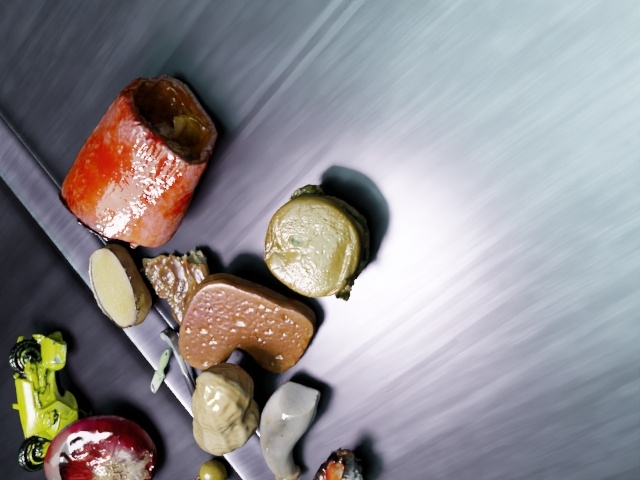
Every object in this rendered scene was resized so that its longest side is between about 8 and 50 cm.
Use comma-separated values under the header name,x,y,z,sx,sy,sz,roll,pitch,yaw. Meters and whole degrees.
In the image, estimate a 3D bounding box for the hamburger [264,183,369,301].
name,x,y,z,sx,sy,sz,roll,pitch,yaw
hamburger,0.000,0.000,1.374,0.189,0.122,0.215,11,108,18

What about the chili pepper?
name,x,y,z,sx,sy,sz,roll,pitch,yaw
chili pepper,-0.359,-0.151,1.456,0.251,0.229,0.305,53,125,23

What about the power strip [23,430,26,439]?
name,x,y,z,sx,sy,sz,roll,pitch,yaw
power strip,-0.708,0.555,2.002,0.305,0.044,0.064,4,110,26

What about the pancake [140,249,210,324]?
name,x,y,z,sx,sy,sz,roll,pitch,yaw
pancake,-0.322,0.128,1.630,0.244,0.057,0.266,26,119,20

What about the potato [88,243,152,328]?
name,x,y,z,sx,sy,sz,roll,pitch,yaw
potato,-0.456,0.101,1.683,0.164,0.081,0.200,-20,94,41

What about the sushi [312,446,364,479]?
name,x,y,z,sx,sy,sz,roll,pitch,yaw
sushi,0.040,0.519,1.550,0.103,0.097,0.226,40,136,17

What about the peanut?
name,x,y,z,sx,sy,sz,roll,pitch,yaw
peanut,-0.206,0.363,1.560,0.152,0.152,0.313,29,143,17

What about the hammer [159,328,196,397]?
name,x,y,z,sx,sy,sz,roll,pitch,yaw
hammer,-0.309,0.327,1.695,0.103,0.029,0.246,11,123,59

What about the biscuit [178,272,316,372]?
name,x,y,z,sx,sy,sz,roll,pitch,yaw
biscuit,-0.161,0.197,1.543,0.277,0.052,0.262,19,124,1

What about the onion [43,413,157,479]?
name,x,y,z,sx,sy,sz,roll,pitch,yaw
onion,-0.554,0.543,1.833,0.272,0.195,0.272,-3,112,-8

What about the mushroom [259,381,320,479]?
name,x,y,z,sx,sy,sz,roll,pitch,yaw
mushroom,-0.079,0.425,1.584,0.118,0.103,0.270,22,124,13

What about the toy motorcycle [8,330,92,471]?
name,x,y,z,sx,sy,sz,roll,pitch,yaw
toy motorcycle,-0.696,0.409,1.866,0.142,0.206,0.342,-7,89,28

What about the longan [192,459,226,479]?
name,x,y,z,sx,sy,sz,roll,pitch,yaw
longan,-0.269,0.568,1.743,0.075,0.083,0.075,168,90,-69

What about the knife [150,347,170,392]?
name,x,y,z,sx,sy,sz,roll,pitch,yaw
knife,-0.382,0.314,1.726,0.030,0.014,0.207,45,138,14
